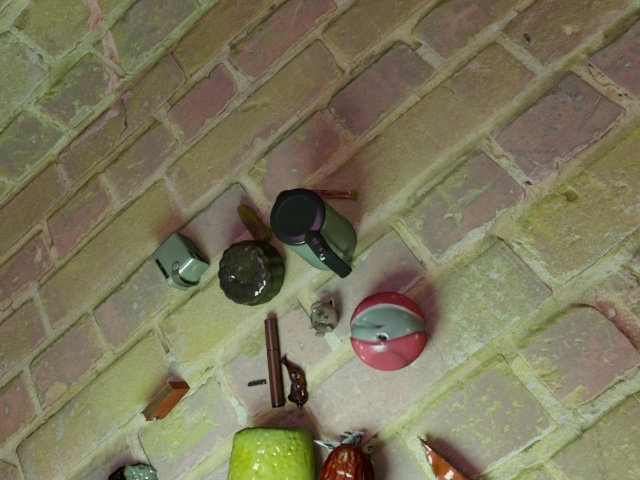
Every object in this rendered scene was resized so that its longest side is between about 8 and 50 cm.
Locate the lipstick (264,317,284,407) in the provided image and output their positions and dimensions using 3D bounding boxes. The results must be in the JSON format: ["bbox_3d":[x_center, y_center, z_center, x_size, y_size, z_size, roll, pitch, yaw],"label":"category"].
[{"bbox_3d":[-0.193,0.505,1.897,0.057,0.057,0.357,-14,70,16],"label":"lipstick"}]

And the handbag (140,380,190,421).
[{"bbox_3d":[-0.672,0.696,1.980,0.062,0.127,0.190,42,93,25],"label":"handbag"}]

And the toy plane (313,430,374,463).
[{"bbox_3d":[0.091,0.773,1.700,0.233,0.082,0.160,16,89,11],"label":"toy plane"}]

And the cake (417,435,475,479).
[{"bbox_3d":[0.436,0.791,1.562,0.135,0.098,0.287,-38,70,8],"label":"cake"}]

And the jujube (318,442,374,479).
[{"bbox_3d":[0.087,0.848,1.549,0.197,0.197,0.291,6,72,22],"label":"jujube"}]

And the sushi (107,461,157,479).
[{"bbox_3d":[-0.753,1.097,1.878,0.182,0.196,0.344,-45,58,24],"label":"sushi"}]

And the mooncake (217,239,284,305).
[{"bbox_3d":[-0.303,0.141,1.960,0.290,0.161,0.291,-1,87,24],"label":"mooncake"}]

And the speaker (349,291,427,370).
[{"bbox_3d":[0.250,0.330,1.718,0.293,0.294,0.295,-6,73,19],"label":"speaker"}]

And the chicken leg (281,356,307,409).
[{"bbox_3d":[-0.104,0.571,1.849,0.089,0.048,0.219,-19,69,11],"label":"chicken leg"}]

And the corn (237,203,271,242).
[{"bbox_3d":[-0.305,-0.078,2.096,0.080,0.080,0.231,-40,63,5],"label":"corn"}]

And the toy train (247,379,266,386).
[{"bbox_3d":[-0.266,0.600,1.917,0.083,0.017,0.017,-14,68,16],"label":"toy train"}]

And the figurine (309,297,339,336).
[{"bbox_3d":[0.014,0.310,1.840,0.125,0.125,0.138,-14,55,16],"label":"figurine"}]

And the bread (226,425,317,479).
[{"bbox_3d":[-0.182,0.836,1.650,0.347,0.348,0.308,-14,64,16],"label":"bread"}]

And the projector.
[{"bbox_3d":[-0.645,0.104,2.123,0.177,0.163,0.242,-44,61,4],"label":"projector"}]

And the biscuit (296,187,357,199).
[{"bbox_3d":[0.024,-0.207,2.038,0.291,0.026,0.048,3,96,21],"label":"biscuit"}]

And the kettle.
[{"bbox_3d":[0.000,0.000,1.793,0.250,0.376,0.361,-35,65,7],"label":"kettle"}]
